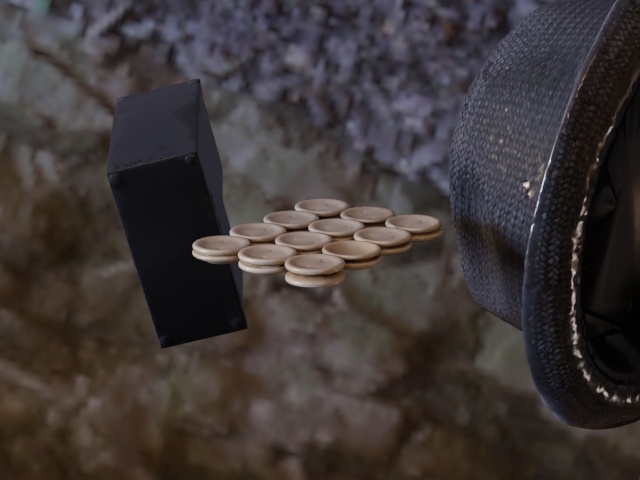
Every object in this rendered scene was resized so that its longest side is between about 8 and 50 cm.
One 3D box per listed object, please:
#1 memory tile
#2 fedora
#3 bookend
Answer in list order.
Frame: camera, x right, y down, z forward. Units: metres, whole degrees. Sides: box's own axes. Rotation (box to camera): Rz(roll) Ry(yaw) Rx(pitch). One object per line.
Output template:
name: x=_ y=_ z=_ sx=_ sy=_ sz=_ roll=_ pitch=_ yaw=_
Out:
memory tile: x=0.000 y=0.000 z=1.234 sx=0.113 sy=0.012 sz=0.148 roll=10 pitch=-161 yaw=34
fedora: x=0.188 y=-0.045 z=1.331 sx=0.152 sy=0.334 sz=0.334 roll=19 pitch=168 yaw=39
bookend: x=-0.111 y=-0.025 z=1.540 sx=0.072 sy=0.157 sz=0.156 roll=-13 pitch=116 yaw=4
